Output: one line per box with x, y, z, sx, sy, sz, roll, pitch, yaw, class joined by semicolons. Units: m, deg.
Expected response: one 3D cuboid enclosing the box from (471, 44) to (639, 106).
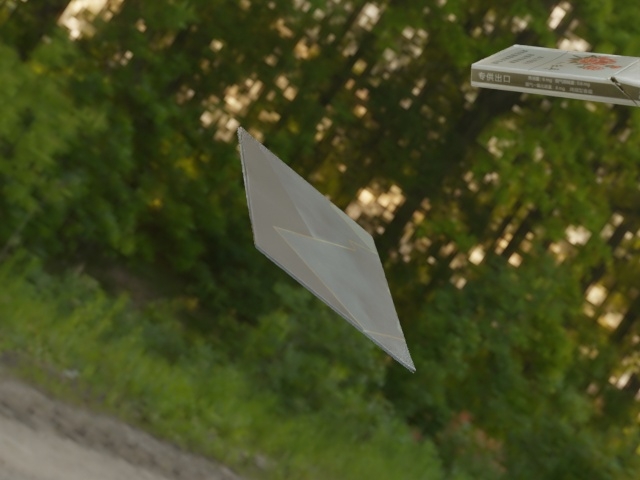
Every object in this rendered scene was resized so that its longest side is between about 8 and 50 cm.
0.264;-0.170;1.381;0.198;0.029;0.109;11;24;30;box

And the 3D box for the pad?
0.000;0.000;1.078;0.163;0.004;0.243;39;15;-21;pad
